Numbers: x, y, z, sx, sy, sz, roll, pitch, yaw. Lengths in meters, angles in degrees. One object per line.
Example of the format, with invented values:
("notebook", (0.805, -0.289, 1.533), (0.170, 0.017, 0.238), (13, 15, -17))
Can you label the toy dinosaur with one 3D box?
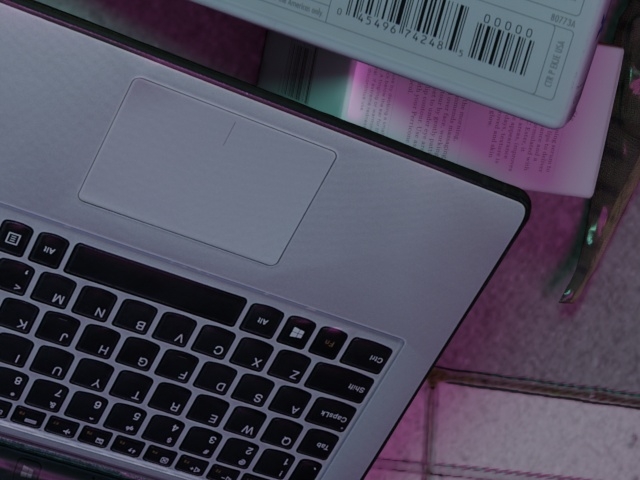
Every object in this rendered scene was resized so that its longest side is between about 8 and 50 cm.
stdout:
("toy dinosaur", (0.233, -0.084, 1.097), (0.118, 0.064, 0.268), (7, 103, -18))

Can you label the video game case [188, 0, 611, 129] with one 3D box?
("video game case", (0.011, -0.245, 0.821), (0.329, 0.036, 0.300), (21, 114, 14))

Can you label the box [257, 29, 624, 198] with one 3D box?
("box", (0.066, -0.090, 0.979), (0.170, 0.130, 0.091), (6, 101, -26))

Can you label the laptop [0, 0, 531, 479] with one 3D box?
("laptop", (-0.127, 0.132, 0.843), (0.382, 0.236, 0.408), (20, 117, -21))
